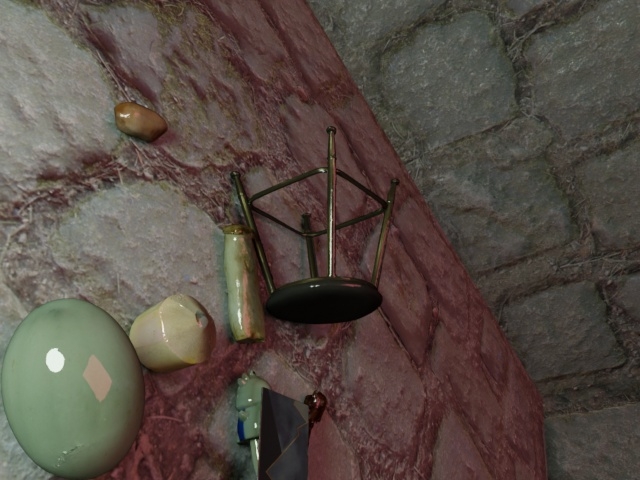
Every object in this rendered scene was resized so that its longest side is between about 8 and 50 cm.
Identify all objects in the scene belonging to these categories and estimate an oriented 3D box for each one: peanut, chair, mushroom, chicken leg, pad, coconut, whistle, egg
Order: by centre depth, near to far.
[{"bbox_3d":[-0.384,0.230,0.896,0.202,0.202,0.283,2,68,-58],"label":"egg"},{"bbox_3d":[-0.287,0.184,1.144,0.147,0.152,0.147,42,35,-38],"label":"coconut"},{"bbox_3d":[-0.078,0.458,1.246,0.163,0.004,0.243,35,41,-40],"label":"pad"},{"bbox_3d":[-0.143,0.408,1.279,0.110,0.092,0.245,27,46,-51],"label":"whistle"},{"bbox_3d":[-0.421,-0.277,1.344,0.152,0.076,0.076,17,54,-58],"label":"peanut"},{"bbox_3d":[-0.048,0.472,1.409,0.304,0.093,0.113,-37,119,-69],"label":"chicken leg"},{"bbox_3d":[-0.197,0.103,1.433,0.099,0.081,0.313,13,62,-49],"label":"mushroom"},{"bbox_3d":[0.000,0.000,1.577,0.364,0.361,0.411,27,52,-49],"label":"chair"}]
